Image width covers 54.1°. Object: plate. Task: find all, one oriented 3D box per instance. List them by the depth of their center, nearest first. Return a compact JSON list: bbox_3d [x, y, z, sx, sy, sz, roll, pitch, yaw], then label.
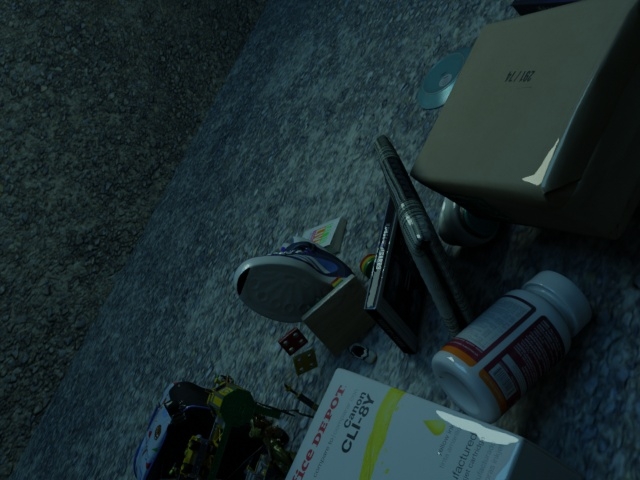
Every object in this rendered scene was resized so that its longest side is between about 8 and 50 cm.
[{"bbox_3d":[0.310,-0.409,1.558,0.188,0.024,0.188,-34,35,29],"label":"plate"}]

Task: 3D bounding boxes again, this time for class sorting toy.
[{"bbox_3d":[0.032,0.149,1.249,0.274,0.132,0.046,-41,36,-4],"label":"sorting toy"}]

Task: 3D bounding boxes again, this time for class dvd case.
[{"bbox_3d":[0.151,0.063,1.158,0.030,0.179,0.238,-5,55,33],"label":"dvd case"}]

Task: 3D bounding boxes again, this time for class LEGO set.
[{"bbox_3d":[-0.109,0.372,1.112,0.192,0.331,0.255,-3,75,62],"label":"LEGO set"}]

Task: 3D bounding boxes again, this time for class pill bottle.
[{"bbox_3d":[0.276,0.147,0.897,0.221,0.121,0.121,-36,26,-17],"label":"pill bottle"}]

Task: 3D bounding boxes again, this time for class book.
[{"bbox_3d":[0.000,0.000,1.582,0.144,0.035,0.096,-22,39,45],"label":"book"}]

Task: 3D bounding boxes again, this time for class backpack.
[{"bbox_3d":[-0.256,0.437,1.292,0.263,0.276,0.213,-62,25,1],"label":"backpack"}]

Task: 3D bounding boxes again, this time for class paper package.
[{"bbox_3d":[0.332,-0.177,0.928,0.309,0.168,0.325,-62,25,-3],"label":"paper package"}]

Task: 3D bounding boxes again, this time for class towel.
[{"bbox_3d":[0.178,0.021,1.036,0.056,0.324,0.312,-26,36,10],"label":"towel"}]

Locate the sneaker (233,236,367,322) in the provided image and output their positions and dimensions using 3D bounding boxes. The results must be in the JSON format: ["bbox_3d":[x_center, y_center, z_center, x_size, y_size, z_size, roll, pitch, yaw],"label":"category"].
[{"bbox_3d":[-0.072,0.067,1.330,0.236,0.323,0.130,41,113,53],"label":"sneaker"}]

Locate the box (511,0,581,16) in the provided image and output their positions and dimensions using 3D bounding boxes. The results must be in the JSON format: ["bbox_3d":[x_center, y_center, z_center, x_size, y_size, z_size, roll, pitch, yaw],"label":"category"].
[{"bbox_3d":[0.523,-0.507,1.273,0.153,0.108,0.207,-56,31,-1],"label":"box"}]

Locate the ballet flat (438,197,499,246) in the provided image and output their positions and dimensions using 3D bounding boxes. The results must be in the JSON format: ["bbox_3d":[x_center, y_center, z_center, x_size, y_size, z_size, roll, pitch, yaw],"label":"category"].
[{"bbox_3d":[0.308,-0.162,1.231,0.139,0.139,0.400,-10,53,50],"label":"ballet flat"}]

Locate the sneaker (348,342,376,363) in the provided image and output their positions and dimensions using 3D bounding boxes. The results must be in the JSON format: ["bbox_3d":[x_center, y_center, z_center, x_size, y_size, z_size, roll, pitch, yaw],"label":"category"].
[{"bbox_3d":[0.076,0.217,1.248,0.083,0.037,0.032,10,70,59],"label":"sneaker"}]

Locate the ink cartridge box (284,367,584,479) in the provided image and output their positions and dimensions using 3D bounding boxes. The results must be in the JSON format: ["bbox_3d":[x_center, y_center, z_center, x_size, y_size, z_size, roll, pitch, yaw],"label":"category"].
[{"bbox_3d":[0.125,0.374,0.900,0.385,0.160,0.279,6,65,56],"label":"ink cartridge box"}]
